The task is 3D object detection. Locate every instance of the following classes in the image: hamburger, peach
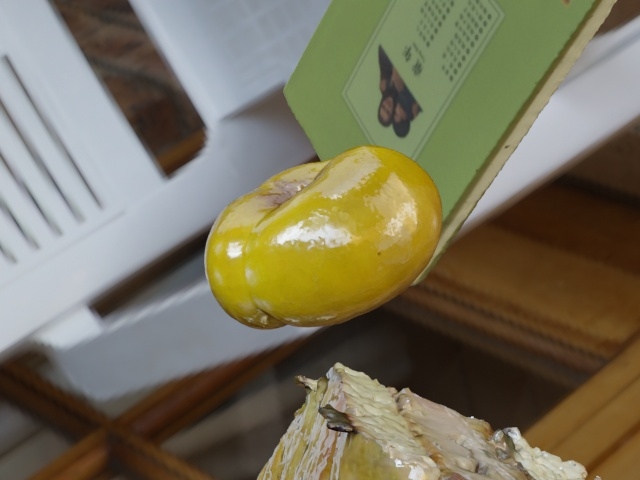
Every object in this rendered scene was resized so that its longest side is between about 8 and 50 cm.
[{"bbox_3d":[0.040,0.156,0.805,0.155,0.282,0.245,19,111,-7],"label":"hamburger"},{"bbox_3d":[0.000,0.000,1.216,0.179,0.179,0.103,-7,111,57],"label":"peach"}]

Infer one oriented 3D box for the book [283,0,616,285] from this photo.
[{"bbox_3d":[0.092,-0.163,1.356,0.239,0.035,0.352,59,138,29],"label":"book"}]
